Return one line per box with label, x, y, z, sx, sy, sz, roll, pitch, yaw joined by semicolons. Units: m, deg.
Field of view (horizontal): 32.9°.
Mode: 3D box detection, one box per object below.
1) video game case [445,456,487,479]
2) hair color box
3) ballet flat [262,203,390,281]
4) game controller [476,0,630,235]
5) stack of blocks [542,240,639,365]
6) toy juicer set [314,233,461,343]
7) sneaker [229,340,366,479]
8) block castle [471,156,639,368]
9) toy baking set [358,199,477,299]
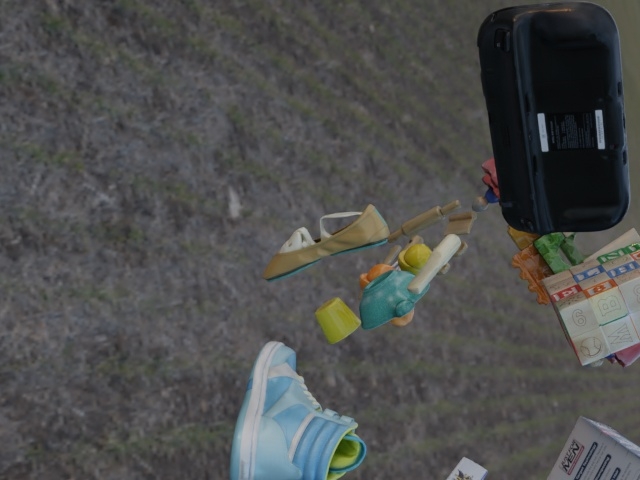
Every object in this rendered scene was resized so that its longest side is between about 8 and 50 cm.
video game case;0.219;0.597;2.141;0.244;0.061;0.269;-35;148;-51
hair color box;0.629;0.516;2.185;0.105;0.347;0.173;20;100;-35
ballet flat;0.000;0.000;1.771;0.073;0.232;0.080;67;18;-9
game controller;0.293;-0.143;1.349;0.067;0.167;0.319;-77;157;-54
stack of blocks;0.475;0.057;1.517;0.171;0.297;0.087;-70;137;-77
toy juicer set;0.145;0.081;1.821;0.209;0.329;0.089;-39;97;-33
sneaker;-0.023;0.289;1.772;0.319;0.208;0.127;-76;173;-57
block castle;0.474;0.026;2.060;0.453;0.213;0.303;56;5;8
toy baking set;0.177;0.017;2.040;0.030;0.256;0.196;51;28;-26
